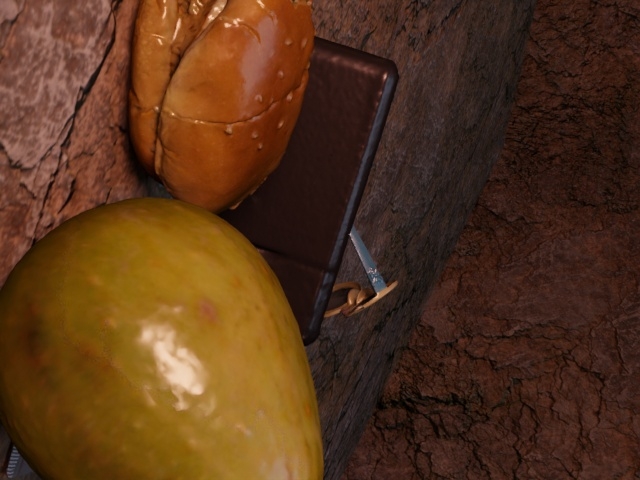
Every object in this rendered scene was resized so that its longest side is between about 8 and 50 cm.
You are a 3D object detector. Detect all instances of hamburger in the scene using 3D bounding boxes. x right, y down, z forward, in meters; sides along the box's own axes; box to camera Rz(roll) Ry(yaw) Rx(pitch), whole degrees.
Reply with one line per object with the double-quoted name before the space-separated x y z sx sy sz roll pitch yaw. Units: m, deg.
"hamburger" -0.097 -0.133 0.967 0.156 0.144 0.283 -48 156 -56

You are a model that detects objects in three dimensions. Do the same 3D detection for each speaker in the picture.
"speaker" -0.036 -0.052 1.267 0.184 0.180 0.388 -46 154 -73

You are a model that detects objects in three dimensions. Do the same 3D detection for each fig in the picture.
"fig" -0.123 0.122 0.875 0.258 0.326 0.258 -31 155 -16

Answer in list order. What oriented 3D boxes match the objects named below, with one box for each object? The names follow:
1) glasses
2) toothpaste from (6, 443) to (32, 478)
"glasses" 0.027 -0.007 1.419 0.189 0.088 0.221 -8 -90 65
"toothpaste" -0.231 0.182 1.086 0.234 0.057 0.089 4 104 -69
